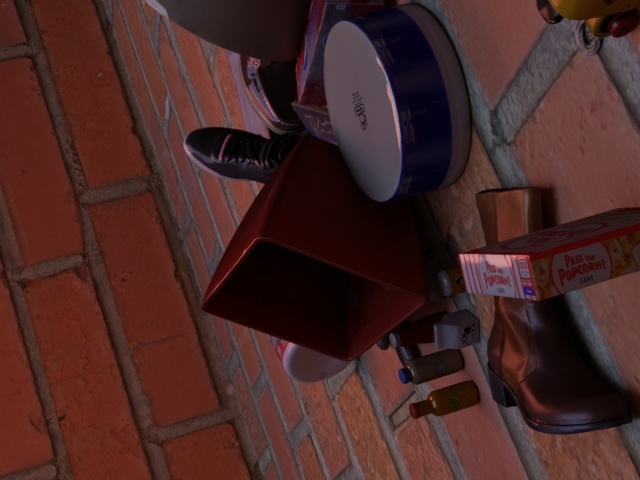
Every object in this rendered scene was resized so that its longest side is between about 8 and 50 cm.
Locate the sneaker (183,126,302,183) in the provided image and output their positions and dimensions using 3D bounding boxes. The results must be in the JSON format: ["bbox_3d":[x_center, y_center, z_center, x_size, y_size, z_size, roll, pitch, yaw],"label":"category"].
[{"bbox_3d":[-0.113,-0.162,1.871,0.147,0.295,0.105,92,-162,-74],"label":"sneaker"}]

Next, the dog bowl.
[{"bbox_3d":[0.101,-0.191,1.445,0.265,0.104,0.265,164,90,-73],"label":"dog bowl"}]

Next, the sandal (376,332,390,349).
[{"bbox_3d":[0.071,0.131,1.889,0.219,0.060,0.090,-126,27,-50],"label":"sandal"}]

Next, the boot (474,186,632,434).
[{"bbox_3d":[0.273,0.073,1.223,0.264,0.096,0.281,-149,54,-77],"label":"boot"}]

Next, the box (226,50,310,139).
[{"bbox_3d":[-0.098,-0.270,2.039,0.169,0.087,0.290,175,80,-72],"label":"box"}]

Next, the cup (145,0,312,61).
[{"bbox_3d":[-0.123,-0.479,1.642,0.237,0.331,0.331,-59,41,28],"label":"cup"}]

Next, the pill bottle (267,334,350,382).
[{"bbox_3d":[-0.048,0.137,2.095,0.283,0.161,0.161,-122,24,-44],"label":"pill bottle"}]

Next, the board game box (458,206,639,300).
[{"bbox_3d":[0.253,0.010,0.992,0.147,0.193,0.045,179,76,-72],"label":"board game box"}]

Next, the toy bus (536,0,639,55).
[{"bbox_3d":[0.244,-0.254,0.946,0.191,0.104,0.202,-144,42,-64],"label":"toy bus"}]

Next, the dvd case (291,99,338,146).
[{"bbox_3d":[0.033,-0.157,1.734,0.164,0.018,0.221,56,170,-22],"label":"dvd case"}]

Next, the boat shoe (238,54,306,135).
[{"bbox_3d":[-0.087,-0.365,1.879,0.123,0.123,0.342,138,122,-72],"label":"boat shoe"}]

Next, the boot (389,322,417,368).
[{"bbox_3d":[0.142,0.162,1.735,0.106,0.037,0.114,118,135,-74],"label":"boot"}]

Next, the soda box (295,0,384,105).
[{"bbox_3d":[0.026,-0.313,1.586,0.263,0.092,0.084,111,156,-62],"label":"soda box"}]

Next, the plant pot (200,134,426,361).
[{"bbox_3d":[0.000,0.000,1.589,0.267,0.267,0.236,-47,28,53],"label":"plant pot"}]

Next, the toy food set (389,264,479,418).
[{"bbox_3d":[0.164,0.145,1.532,0.111,0.104,0.232,-134,33,-57],"label":"toy food set"}]
